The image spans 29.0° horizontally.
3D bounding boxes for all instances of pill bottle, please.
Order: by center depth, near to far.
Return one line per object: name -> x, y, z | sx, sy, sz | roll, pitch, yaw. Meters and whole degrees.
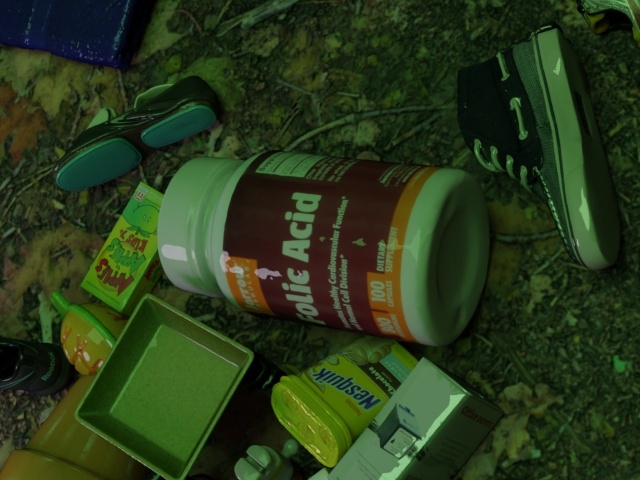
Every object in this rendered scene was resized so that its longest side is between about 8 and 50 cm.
pill bottle -> 0.000, 0.000, 1.603 | 0.392, 0.224, 0.224 | 7, 78, 28

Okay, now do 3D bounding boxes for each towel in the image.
towel -> -0.400, -0.407, 2.027 | 0.308, 0.076, 0.228 | 16, 89, 29

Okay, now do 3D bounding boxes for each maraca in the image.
maraca -> -0.331, 0.138, 1.792 | 0.099, 0.127, 0.185 | -37, 47, -26

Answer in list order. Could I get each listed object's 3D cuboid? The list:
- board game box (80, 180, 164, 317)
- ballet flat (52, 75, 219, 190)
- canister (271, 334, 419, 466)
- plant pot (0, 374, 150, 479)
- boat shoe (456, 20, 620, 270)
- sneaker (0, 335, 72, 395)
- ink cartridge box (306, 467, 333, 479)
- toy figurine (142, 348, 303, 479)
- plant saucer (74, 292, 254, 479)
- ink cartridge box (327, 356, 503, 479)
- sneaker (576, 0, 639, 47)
board game box -> -0.270, 0.014, 1.839 | 0.092, 0.043, 0.181 | 29, 88, 30
ballet flat -> -0.282, -0.168, 1.883 | 0.280, 0.095, 0.096 | -23, 55, 7
canister -> 0.042, 0.193, 1.559 | 0.170, 0.073, 0.126 | -28, 54, -33
plant pot -> -0.313, 0.295, 1.697 | 0.205, 0.205, 0.188 | 9, 63, 29
boat shoe -> 0.271, -0.102, 1.572 | 0.158, 0.127, 0.341 | -20, 58, 27
sneaker -> -0.505, 0.179, 1.870 | 0.267, 0.106, 0.101 | -4, 74, 27
ink cartridge box -> -0.061, 0.471, 1.546 | 0.353, 0.119, 0.207 | -38, 62, 11
toy figurine -> -0.124, 0.256, 1.639 | 0.209, 0.148, 0.213 | -14, 66, 16
plant saucer -> -0.192, 0.190, 1.579 | 0.188, 0.045, 0.188 | 26, 82, 28
ink cartridge box -> 0.119, 0.250, 1.514 | 0.082, 0.139, 0.191 | 38, 92, 32
sneaker -> 0.357, -0.326, 1.608 | 0.225, 0.088, 0.093 | 35, 93, 31
